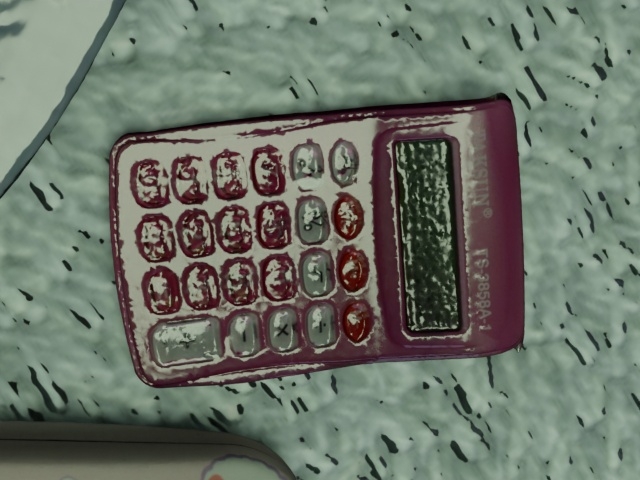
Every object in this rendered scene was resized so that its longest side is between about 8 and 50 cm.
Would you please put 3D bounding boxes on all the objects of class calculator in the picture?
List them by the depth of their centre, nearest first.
[{"bbox_3d":[0.000,0.000,0.713,0.191,0.034,0.126,-5,107,-4],"label":"calculator"}]

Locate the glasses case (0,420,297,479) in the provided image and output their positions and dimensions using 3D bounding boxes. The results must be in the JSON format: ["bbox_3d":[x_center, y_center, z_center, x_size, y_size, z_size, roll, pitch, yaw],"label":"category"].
[{"bbox_3d":[-0.151,0.141,0.697,0.297,0.075,0.113,3,106,-11],"label":"glasses case"}]

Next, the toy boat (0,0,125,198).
[{"bbox_3d":[-0.166,-0.074,0.631,0.127,0.078,0.283,31,96,-28],"label":"toy boat"}]
